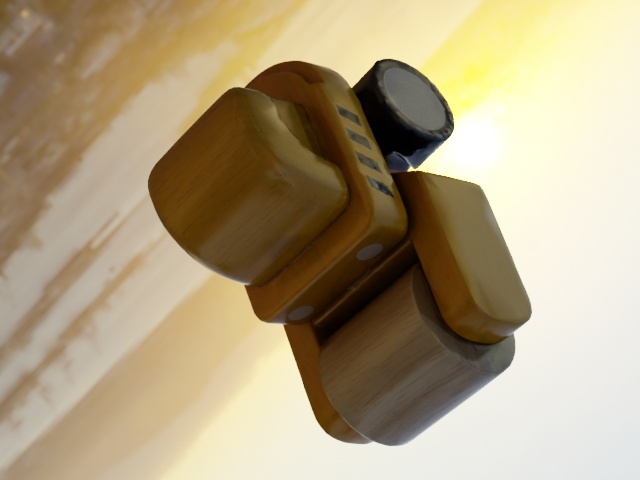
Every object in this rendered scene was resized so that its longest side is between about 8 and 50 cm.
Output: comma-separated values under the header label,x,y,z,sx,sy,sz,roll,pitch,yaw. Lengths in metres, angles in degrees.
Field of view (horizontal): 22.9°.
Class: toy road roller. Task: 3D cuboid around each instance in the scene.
label,x,y,z,sx,sy,sz,roll,pitch,yaw
toy road roller,0.000,0.000,1.340,0.240,0.329,0.202,7,141,-43
